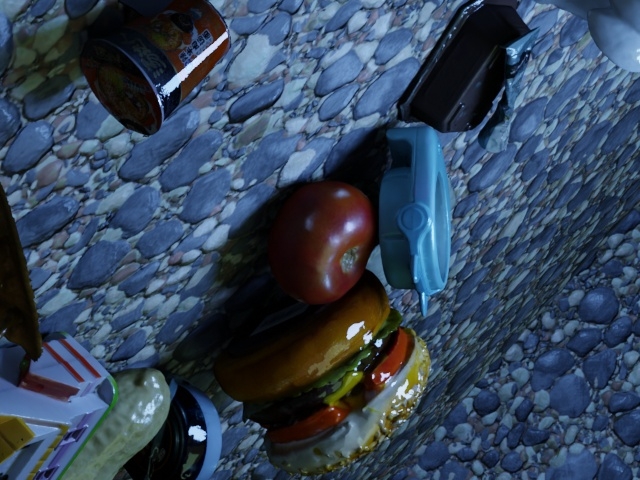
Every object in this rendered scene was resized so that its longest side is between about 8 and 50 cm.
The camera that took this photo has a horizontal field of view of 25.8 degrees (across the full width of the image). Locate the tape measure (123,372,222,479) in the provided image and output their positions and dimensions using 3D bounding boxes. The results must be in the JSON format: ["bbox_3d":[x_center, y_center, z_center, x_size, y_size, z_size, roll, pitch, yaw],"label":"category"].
[{"bbox_3d":[-0.240,0.314,2.219,0.107,0.181,0.182,5,129,-48],"label":"tape measure"}]

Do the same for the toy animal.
[{"bbox_3d":[0.415,-0.366,1.980,0.194,0.357,0.258,-50,160,20],"label":"toy animal"}]

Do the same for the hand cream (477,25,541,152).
[{"bbox_3d":[0.288,-0.230,2.193,0.248,0.052,0.075,96,20,-49],"label":"hand cream"}]

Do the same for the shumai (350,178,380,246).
[{"bbox_3d":[0.077,-0.038,2.301,0.099,0.087,0.124,-50,156,13],"label":"shumai"}]

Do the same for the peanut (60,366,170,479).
[{"bbox_3d":[-0.353,0.312,2.090,0.319,0.147,0.147,-44,159,-19],"label":"peanut"}]

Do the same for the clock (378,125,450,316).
[{"bbox_3d":[0.148,-0.025,2.198,0.223,0.094,0.274,71,22,-53],"label":"clock"}]

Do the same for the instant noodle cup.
[{"bbox_3d":[-0.174,-0.203,1.541,0.136,0.127,0.127,-43,159,-29],"label":"instant noodle cup"}]

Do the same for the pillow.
[{"bbox_3d":[0.162,-0.016,2.542,0.229,0.050,0.148,-47,163,-6],"label":"pillow"}]

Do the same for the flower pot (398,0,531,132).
[{"bbox_3d":[0.242,-0.266,2.205,0.179,0.084,0.251,-10,139,-56],"label":"flower pot"}]

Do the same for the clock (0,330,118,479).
[{"bbox_3d":[-0.438,0.248,1.781,0.235,0.166,0.309,-53,164,17],"label":"clock"}]

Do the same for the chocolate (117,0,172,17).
[{"bbox_3d":[-0.181,-0.305,1.396,0.125,0.080,0.148,-7,145,-40],"label":"chocolate"}]

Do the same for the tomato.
[{"bbox_3d":[0.000,0.000,2.144,0.195,0.136,0.195,-39,145,-34],"label":"tomato"}]

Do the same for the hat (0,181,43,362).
[{"bbox_3d":[-0.438,0.048,1.465,0.233,0.233,0.244,-16,177,-21],"label":"hat"}]

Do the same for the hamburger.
[{"bbox_3d":[0.013,0.217,2.282,0.330,0.250,0.330,-30,-170,6],"label":"hamburger"}]
